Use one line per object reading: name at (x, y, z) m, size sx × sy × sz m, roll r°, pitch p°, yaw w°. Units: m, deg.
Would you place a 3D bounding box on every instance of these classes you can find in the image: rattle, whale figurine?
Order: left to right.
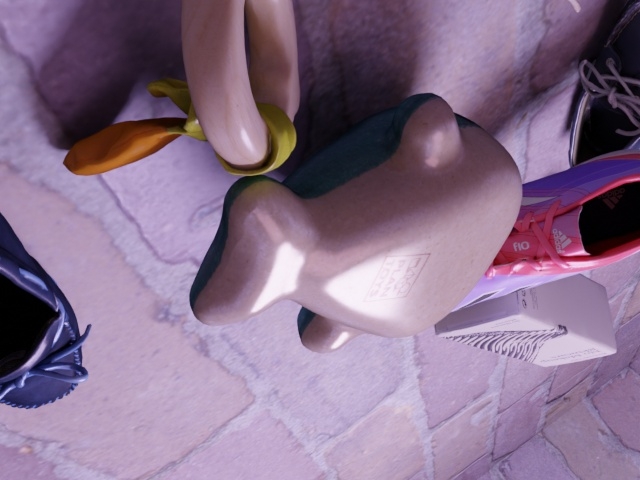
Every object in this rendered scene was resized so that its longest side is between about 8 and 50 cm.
rattle at (-0.081, -0.132, 0.377) m, size 0.130 × 0.142 × 0.200 m, roll -58°, pitch 148°, yaw -37°
whale figurine at (0.019, -0.018, 0.531) m, size 0.272 × 0.141 × 0.216 m, roll -8°, pitch 133°, yaw -42°

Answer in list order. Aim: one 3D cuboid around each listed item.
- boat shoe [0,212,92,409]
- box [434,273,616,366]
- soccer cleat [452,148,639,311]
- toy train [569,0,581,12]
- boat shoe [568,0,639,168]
boat shoe at (-0.204, 0.052, 0.436) m, size 0.109 × 0.089 × 0.258 m, roll -32°, pitch 150°, yaw -11°
box at (0.251, 0.083, 0.902) m, size 0.113 × 0.094 × 0.275 m, roll -21°, pitch 152°, yaw 38°
soccer cleat at (0.188, -0.001, 0.698) m, size 0.318 × 0.109 × 0.116 m, roll -20°, pitch -172°, yaw 9°
toy train at (0.124, -0.229, 0.410) m, size 0.248 × 0.105 × 0.143 m, roll 3°, pitch 118°, yaw -50°
boat shoe at (0.293, -0.146, 0.714) m, size 0.079 × 0.095 × 0.254 m, roll -42°, pitch 162°, yaw -16°
